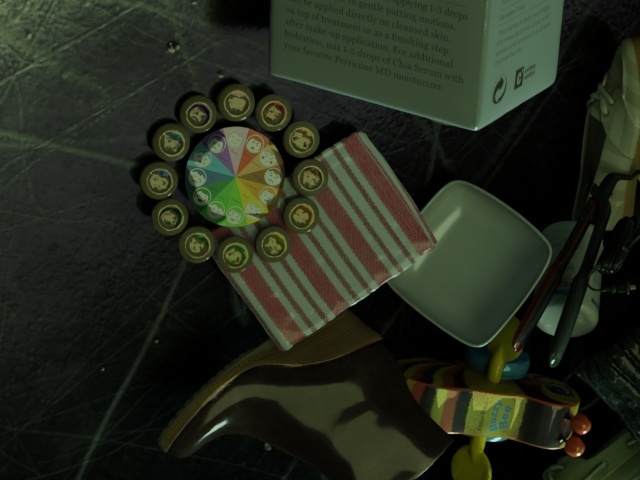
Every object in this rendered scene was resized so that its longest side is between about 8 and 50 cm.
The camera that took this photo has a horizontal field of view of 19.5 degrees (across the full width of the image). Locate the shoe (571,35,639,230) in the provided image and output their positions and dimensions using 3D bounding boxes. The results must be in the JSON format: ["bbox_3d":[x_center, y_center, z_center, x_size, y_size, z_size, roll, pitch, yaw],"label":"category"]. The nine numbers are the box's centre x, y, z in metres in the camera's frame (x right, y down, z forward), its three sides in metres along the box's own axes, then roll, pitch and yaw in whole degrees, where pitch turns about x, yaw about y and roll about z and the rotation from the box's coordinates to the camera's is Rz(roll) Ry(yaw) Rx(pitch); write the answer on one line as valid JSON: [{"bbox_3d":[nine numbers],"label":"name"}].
[{"bbox_3d":[0.304,-0.107,1.939,0.058,0.076,0.219,0,115,-9],"label":"shoe"}]

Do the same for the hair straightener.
[{"bbox_3d":[0.283,0.028,1.885,0.230,0.089,0.047,-60,161,-14],"label":"hair straightener"}]

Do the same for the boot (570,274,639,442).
[{"bbox_3d":[0.426,0.130,2.030,0.260,0.131,0.348,54,39,-8],"label":"boot"}]

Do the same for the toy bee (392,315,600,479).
[{"bbox_3d":[0.208,0.165,1.964,0.298,0.162,0.195,-17,115,-17],"label":"toy bee"}]

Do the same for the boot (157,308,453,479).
[{"bbox_3d":[-0.014,0.196,1.866,0.248,0.090,0.207,-36,85,-13],"label":"boot"}]

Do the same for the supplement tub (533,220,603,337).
[{"bbox_3d":[0.261,0.041,1.956,0.071,0.107,0.071,7,144,5],"label":"supplement tub"}]

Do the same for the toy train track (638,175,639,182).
[{"bbox_3d":[0.346,-0.075,2.009,0.048,0.014,0.083,-41,122,-4],"label":"toy train track"}]

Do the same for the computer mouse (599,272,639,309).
[{"bbox_3d":[0.394,0.039,2.071,0.242,0.041,0.071,-25,126,-21],"label":"computer mouse"}]

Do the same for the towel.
[{"bbox_3d":[0.000,0.000,1.845,0.197,0.029,0.144,-35,93,-5],"label":"towel"}]

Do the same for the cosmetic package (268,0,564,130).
[{"bbox_3d":[0.094,-0.350,1.616,0.161,0.230,0.453,-32,133,-50],"label":"cosmetic package"}]

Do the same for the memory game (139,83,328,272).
[{"bbox_3d":[-0.081,-0.059,1.797,0.186,0.012,0.186,-2,99,-13],"label":"memory game"}]

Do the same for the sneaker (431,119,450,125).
[{"bbox_3d":[0.129,-0.201,1.811,0.081,0.094,0.208,-24,118,-12],"label":"sneaker"}]

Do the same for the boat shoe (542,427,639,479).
[{"bbox_3d":[0.299,0.284,2.104,0.302,0.109,0.094,-29,83,-8],"label":"boat shoe"}]

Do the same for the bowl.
[{"bbox_3d":[0.154,0.024,1.912,0.142,0.053,0.142,37,92,12],"label":"bowl"}]
